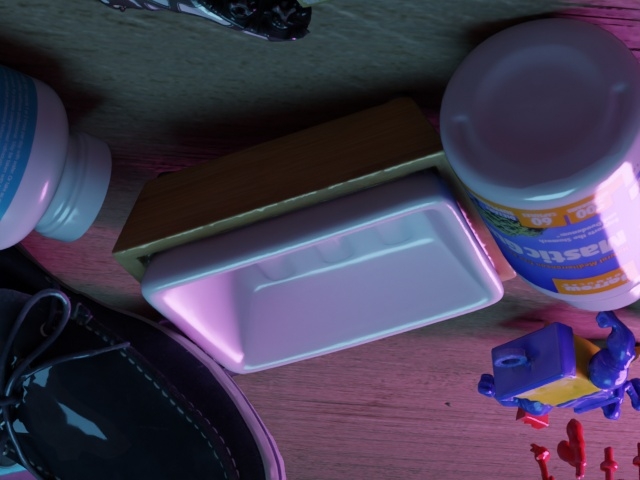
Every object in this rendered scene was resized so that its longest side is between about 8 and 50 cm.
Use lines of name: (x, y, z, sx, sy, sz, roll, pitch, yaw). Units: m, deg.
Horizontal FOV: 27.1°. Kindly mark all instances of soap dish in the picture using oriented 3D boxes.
soap dish: (0.000, 0.000, 1.142, 0.291, 0.118, 0.229, -16, 149, 15)

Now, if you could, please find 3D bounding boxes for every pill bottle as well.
pill bottle: (0.199, -0.042, 1.041, 0.152, 0.152, 0.272, -6, 154, 20)
pill bottle: (-0.299, -0.079, 1.029, 0.264, 0.146, 0.146, 20, 151, -33)

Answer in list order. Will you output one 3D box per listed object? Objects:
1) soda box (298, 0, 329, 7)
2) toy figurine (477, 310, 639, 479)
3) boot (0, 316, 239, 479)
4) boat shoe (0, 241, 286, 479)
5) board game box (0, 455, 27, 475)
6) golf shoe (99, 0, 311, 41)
soda box: (-0.024, -0.216, 0.790, 0.058, 0.061, 0.181, -9, 153, 25)
toy figurine: (0.295, 0.169, 1.479, 0.217, 0.191, 0.362, 24, 148, -29)
boot: (-0.241, 0.170, 1.512, 0.338, 0.118, 0.223, -6, 144, -51)
boat shoe: (-0.249, 0.108, 1.129, 0.500, 0.187, 0.156, 37, -165, 14)
board game box: (-0.446, 0.131, 1.349, 0.336, 0.253, 0.079, -13, -164, 12)
golf shoe: (-0.099, -0.183, 0.871, 0.198, 0.077, 0.094, 25, 160, -20)
